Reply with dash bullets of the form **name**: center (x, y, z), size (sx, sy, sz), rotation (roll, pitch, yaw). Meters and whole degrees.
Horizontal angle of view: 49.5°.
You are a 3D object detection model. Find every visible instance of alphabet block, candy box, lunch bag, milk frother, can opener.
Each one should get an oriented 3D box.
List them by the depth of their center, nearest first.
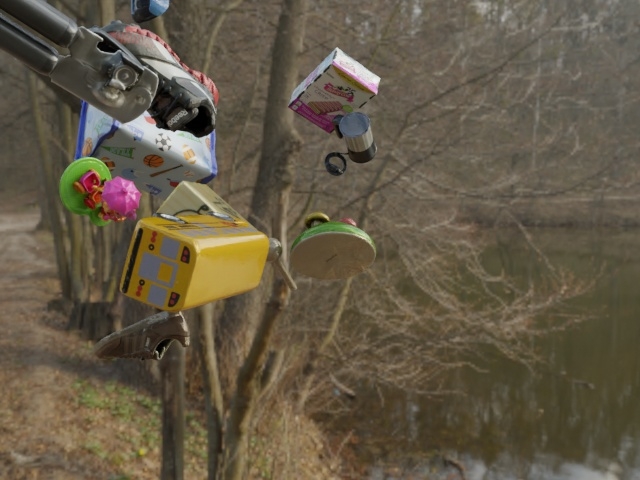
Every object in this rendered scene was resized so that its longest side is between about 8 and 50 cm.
- **can opener**: center (-0.314, -0.235, 0.791), size (0.283, 0.076, 0.095), rotation (32, 15, -34)
- **alphabet block**: center (-0.268, 0.002, 1.561), size (0.197, 0.192, 0.193), rotation (40, 4, 4)
- **lunch bag**: center (-0.473, -0.332, 1.906), size (0.238, 0.386, 0.327), rotation (-30, -39, 32)
- **milk frother**: center (0.074, -0.262, 1.917), size (0.129, 0.143, 0.135), rotation (16, -21, 21)
- **candy box**: center (0.036, -0.420, 1.980), size (0.159, 0.071, 0.233), rotation (29, -37, -21)

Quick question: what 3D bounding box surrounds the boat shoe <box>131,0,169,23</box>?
- **boat shoe**: center (-0.397, -0.594, 1.535), size (0.089, 0.258, 0.109), rotation (-24, -37, 28)

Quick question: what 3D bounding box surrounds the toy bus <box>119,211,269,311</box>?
- **toy bus**: center (-0.178, 0.024, 1.071), size (0.130, 0.108, 0.332), rotation (18, 7, 15)

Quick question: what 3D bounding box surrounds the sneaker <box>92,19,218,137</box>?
- **sneaker**: center (-0.272, -0.263, 1.185), size (0.097, 0.135, 0.276), rotation (-31, -35, 21)

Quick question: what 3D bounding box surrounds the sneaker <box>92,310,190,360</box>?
- **sneaker**: center (-0.303, 0.177, 1.169), size (0.188, 0.071, 0.066), rotation (-26, -8, 21)

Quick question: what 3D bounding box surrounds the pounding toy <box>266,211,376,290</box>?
- **pounding toy**: center (0.000, 0.000, 1.497), size (0.236, 0.110, 0.183), rotation (-16, -37, 20)

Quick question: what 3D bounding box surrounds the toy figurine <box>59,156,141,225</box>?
- **toy figurine**: center (-0.450, -0.084, 1.497), size (0.159, 0.173, 0.130), rotation (18, 52, 35)
